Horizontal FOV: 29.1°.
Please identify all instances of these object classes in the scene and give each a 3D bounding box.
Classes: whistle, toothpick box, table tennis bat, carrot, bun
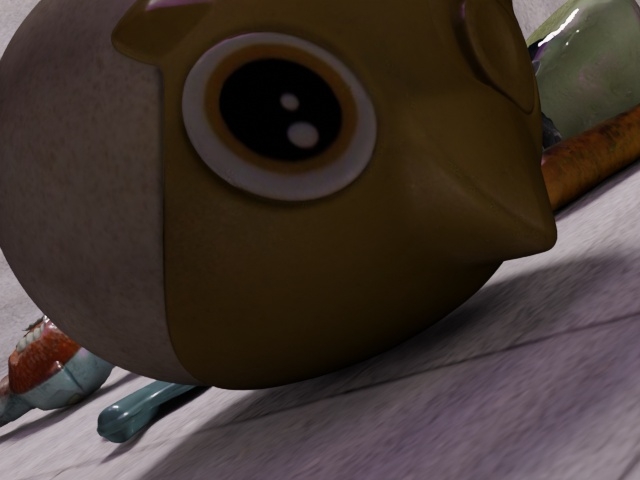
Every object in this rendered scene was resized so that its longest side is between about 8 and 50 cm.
[{"bbox_3d":[-0.416,0.200,1.758,0.346,0.134,0.142,-34,38,23],"label":"whistle"},{"bbox_3d":[-0.034,-0.093,1.011,0.425,0.409,0.409,-19,8,31],"label":"toothpick box"},{"bbox_3d":[-0.177,0.167,1.303,0.149,0.038,0.237,-25,1,12],"label":"table tennis bat"},{"bbox_3d":[0.327,-0.112,1.321,0.314,0.066,0.066,-29,5,-25],"label":"carrot"},{"bbox_3d":[0.333,-0.196,1.618,0.283,0.179,0.283,-47,2,3],"label":"bun"}]

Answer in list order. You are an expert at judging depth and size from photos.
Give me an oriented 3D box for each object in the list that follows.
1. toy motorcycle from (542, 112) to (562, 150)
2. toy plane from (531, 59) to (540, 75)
[{"bbox_3d":[0.167,-0.104,1.354,0.143,0.188,0.327,-14,12,42],"label":"toy motorcycle"},{"bbox_3d":[0.184,-0.147,1.522,0.058,0.226,0.226,-2,-34,-44],"label":"toy plane"}]
